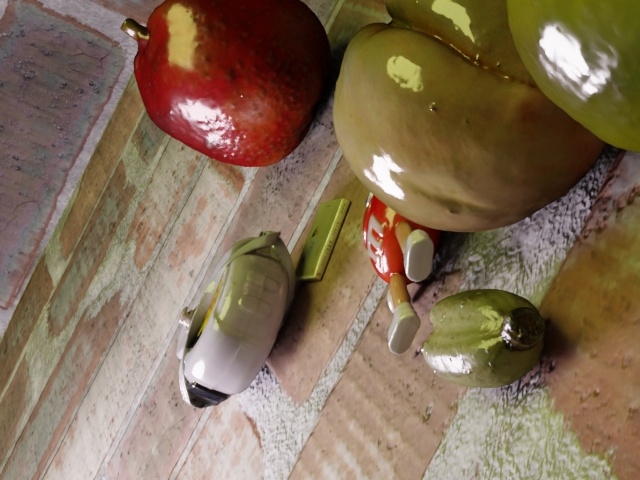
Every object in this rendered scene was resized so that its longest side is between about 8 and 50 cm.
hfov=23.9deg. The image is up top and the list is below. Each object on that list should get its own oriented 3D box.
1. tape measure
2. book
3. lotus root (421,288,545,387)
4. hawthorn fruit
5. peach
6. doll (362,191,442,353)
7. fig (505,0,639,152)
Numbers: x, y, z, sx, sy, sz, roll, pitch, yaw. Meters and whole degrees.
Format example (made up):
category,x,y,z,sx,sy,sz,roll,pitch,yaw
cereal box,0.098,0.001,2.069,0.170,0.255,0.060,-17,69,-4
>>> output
category,x,y,z,sx,sy,sz,roll,pitch,yaw
tape measure,-0.111,0.106,1.925,0.236,0.120,0.197,-59,14,31
book,-0.001,0.000,1.928,0.077,0.014,0.111,-8,58,68
lotus root,0.149,0.087,1.338,0.183,0.077,0.090,164,121,-69
hawthorn fruit,-0.138,-0.251,2.156,0.265,0.307,0.265,-60,13,23
peach,0.152,-0.144,1.383,0.292,0.247,0.292,-22,47,26
doll,0.087,-0.010,1.571,0.217,0.085,0.183,-85,1,-51
fig,0.278,-0.201,1.025,0.343,0.343,0.343,-52,23,33
